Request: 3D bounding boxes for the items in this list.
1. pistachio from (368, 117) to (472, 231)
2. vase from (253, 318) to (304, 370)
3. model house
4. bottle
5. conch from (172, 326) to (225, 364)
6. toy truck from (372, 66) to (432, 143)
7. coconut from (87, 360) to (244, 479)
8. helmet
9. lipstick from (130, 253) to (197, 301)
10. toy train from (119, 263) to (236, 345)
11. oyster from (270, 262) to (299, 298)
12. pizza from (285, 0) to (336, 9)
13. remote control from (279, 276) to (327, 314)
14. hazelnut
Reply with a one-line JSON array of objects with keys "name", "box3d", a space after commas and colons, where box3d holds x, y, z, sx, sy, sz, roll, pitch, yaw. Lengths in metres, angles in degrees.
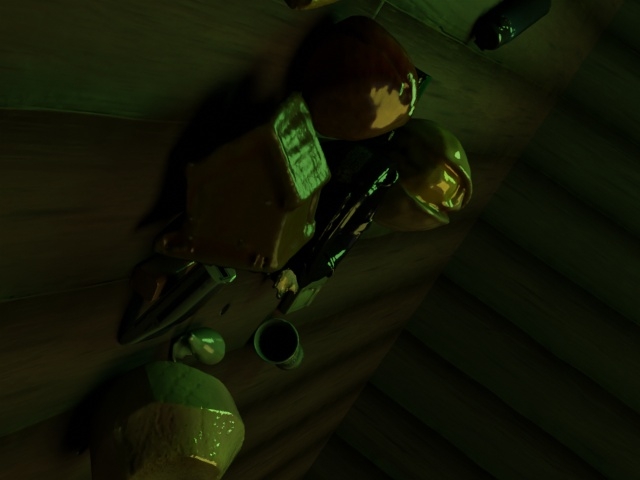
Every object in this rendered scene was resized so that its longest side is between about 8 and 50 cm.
[{"name": "pistachio", "box3d": [0.180, -0.116, 1.897, 0.230, 0.230, 0.309, -53, -169, -3]}, {"name": "vase", "box3d": [-0.083, 0.235, 2.151, 0.096, 0.096, 0.219, -51, 167, -8]}, {"name": "model house", "box3d": [-0.079, -0.099, 1.343, 0.268, 0.173, 0.239, -53, 163, -59]}, {"name": "bottle", "box3d": [0.411, -0.473, 2.095, 0.244, 0.072, 0.082, -40, -179, -41]}, {"name": "conch", "box3d": [-0.213, 0.185, 1.733, 0.180, 0.088, 0.065, 41, 42, -68]}, {"name": "toy truck", "box3d": [0.132, -0.248, 1.783, 0.147, 0.065, 0.079, -59, 167, 14]}, {"name": "coconut", "box3d": [-0.256, 0.313, 1.587, 0.259, 0.259, 0.259, -48, 164, -19]}, {"name": "helmet", "box3d": [-0.001, -0.060, 1.611, 0.279, 0.160, 0.230, -39, 163, -44]}, {"name": "lipstick", "box3d": [-0.209, 0.036, 1.432, 0.145, 0.045, 0.045, -33, 157, -51]}, {"name": "toy train", "box3d": [-0.213, 0.103, 1.419, 0.252, 0.048, 0.055, -40, 173, 37]}, {"name": "oyster", "box3d": [-0.007, -0.005, 1.864, 0.198, 0.092, 0.259, -34, 163, -44]}, {"name": "pizza", "box3d": [0.070, -0.419, 1.204, 0.335, 0.086, 0.226, -48, 165, -14]}, {"name": "remote control", "box3d": [0.005, 0.039, 2.093, 0.285, 0.038, 0.123, -57, 163, 20]}, {"name": "hazelnut", "box3d": [0.062, -0.229, 1.429, 0.182, 0.182, 0.182, -48, 164, -19]}]
